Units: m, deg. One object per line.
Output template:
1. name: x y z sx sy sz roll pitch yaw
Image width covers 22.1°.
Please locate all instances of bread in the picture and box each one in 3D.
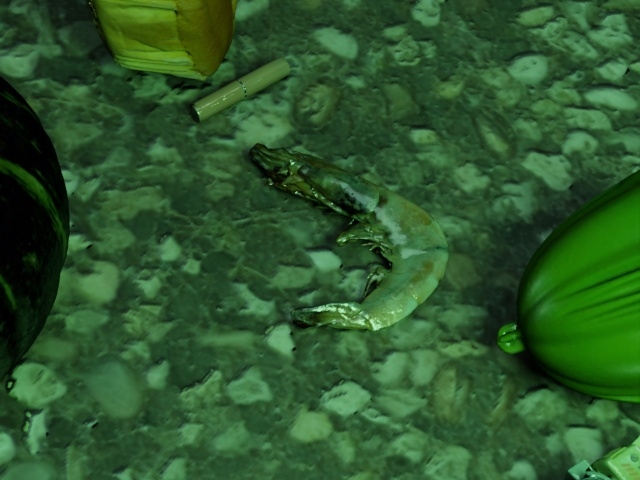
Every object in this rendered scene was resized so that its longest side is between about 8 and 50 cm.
1. bread: -0.126 -0.220 1.349 0.114 0.190 0.132 7 63 6

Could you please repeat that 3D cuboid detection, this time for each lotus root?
1. lotus root: 0.210 0.049 1.213 0.186 0.186 0.186 1 56 -1

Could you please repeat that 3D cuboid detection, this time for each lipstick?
1. lipstick: -0.068 -0.129 1.392 0.094 0.019 0.019 -30 62 -20

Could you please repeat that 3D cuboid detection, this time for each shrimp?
1. shrimp: 0.000 0.002 1.302 0.195 0.035 0.148 29 62 14

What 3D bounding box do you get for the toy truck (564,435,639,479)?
1. toy truck: 0.248 0.212 1.142 0.100 0.077 0.169 -34 63 -20

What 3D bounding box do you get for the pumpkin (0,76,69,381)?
1. pumpkin: -0.340 -0.012 1.173 0.323 0.241 0.323 2 55 -3
